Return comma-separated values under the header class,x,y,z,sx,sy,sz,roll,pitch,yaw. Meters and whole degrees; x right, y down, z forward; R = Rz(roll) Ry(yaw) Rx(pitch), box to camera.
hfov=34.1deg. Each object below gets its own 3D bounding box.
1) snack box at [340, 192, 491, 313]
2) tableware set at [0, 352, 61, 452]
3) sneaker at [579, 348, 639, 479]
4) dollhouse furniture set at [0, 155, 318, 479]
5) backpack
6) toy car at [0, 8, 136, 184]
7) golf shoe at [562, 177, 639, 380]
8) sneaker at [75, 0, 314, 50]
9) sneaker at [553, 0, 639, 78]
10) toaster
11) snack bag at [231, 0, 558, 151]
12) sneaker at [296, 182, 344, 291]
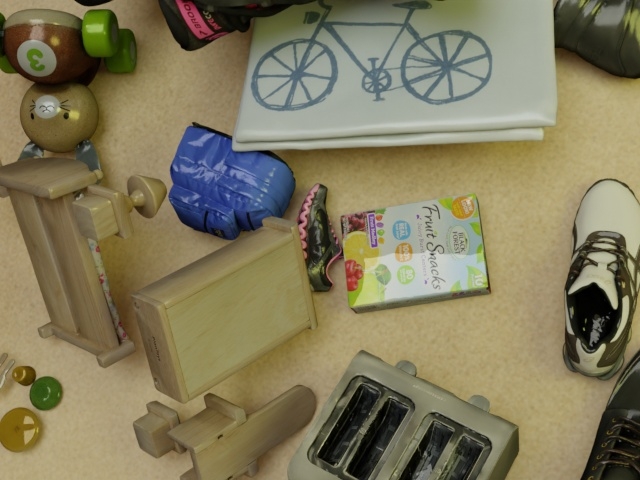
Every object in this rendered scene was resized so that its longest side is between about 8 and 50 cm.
class,x,y,z,sx,sy,sz,roll,pitch,yaw
snack box,0.095,0.013,1.056,0.141,0.037,0.100,-9,74,12
tableware set,-0.353,0.202,1.136,0.104,0.024,0.154,29,83,17
sneaker,0.280,0.184,0.914,0.083,0.118,0.222,20,81,19
dollhouse furniture set,-0.186,0.050,1.095,0.174,0.303,0.355,-28,29,-35
backpack,-0.091,-0.052,1.095,0.120,0.098,0.101,17,79,10
toy car,-0.296,-0.153,1.164,0.155,0.149,0.188,0,86,5
golf shoe,0.268,0.028,0.976,0.077,0.094,0.198,3,74,17
sneaker,-0.058,-0.270,1.014,0.483,0.185,0.202,12,77,31
sneaker,0.351,-0.286,1.047,0.130,0.109,0.286,36,93,11
toaster,0.070,0.210,0.946,0.168,0.110,0.186,25,64,21
snack bag,0.076,-0.248,1.068,0.323,0.037,0.342,-2,66,16
sneaker,0.000,0.000,1.089,0.057,0.047,0.119,11,78,-5
